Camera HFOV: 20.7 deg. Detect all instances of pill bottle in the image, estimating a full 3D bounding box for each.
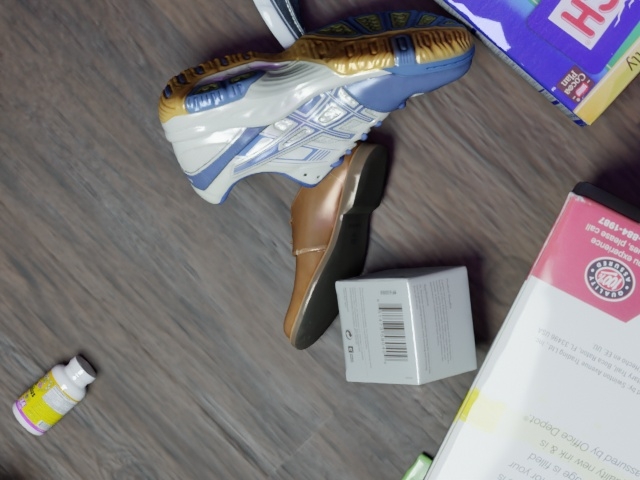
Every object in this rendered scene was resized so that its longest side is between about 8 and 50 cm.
[{"bbox_3d":[-0.262,0.152,1.734,0.083,0.043,0.043,-42,90,7],"label":"pill bottle"}]

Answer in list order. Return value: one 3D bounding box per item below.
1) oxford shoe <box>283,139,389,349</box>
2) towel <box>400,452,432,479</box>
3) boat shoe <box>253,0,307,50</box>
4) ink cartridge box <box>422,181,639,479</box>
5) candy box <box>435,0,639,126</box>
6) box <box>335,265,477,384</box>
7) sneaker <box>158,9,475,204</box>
[{"bbox_3d":[0.000,0.000,1.689,0.076,0.076,0.212,20,93,27],"label":"oxford shoe"},{"bbox_3d":[0.126,0.296,1.724,0.152,0.023,0.113,39,96,3],"label":"towel"},{"bbox_3d":[-0.036,-0.268,1.660,0.083,0.065,0.183,-26,93,5],"label":"boat shoe"},{"bbox_3d":[0.267,0.179,1.597,0.279,0.160,0.385,27,100,5],"label":"ink cartridge box"},{"bbox_3d":[0.215,-0.303,1.603,0.317,0.122,0.268,41,98,0],"label":"candy box"},{"bbox_3d":[0.081,0.079,1.651,0.102,0.087,0.101,-2,97,47],"label":"box"},{"bbox_3d":[0.005,-0.122,1.625,0.296,0.112,0.131,-14,117,7],"label":"sneaker"}]
